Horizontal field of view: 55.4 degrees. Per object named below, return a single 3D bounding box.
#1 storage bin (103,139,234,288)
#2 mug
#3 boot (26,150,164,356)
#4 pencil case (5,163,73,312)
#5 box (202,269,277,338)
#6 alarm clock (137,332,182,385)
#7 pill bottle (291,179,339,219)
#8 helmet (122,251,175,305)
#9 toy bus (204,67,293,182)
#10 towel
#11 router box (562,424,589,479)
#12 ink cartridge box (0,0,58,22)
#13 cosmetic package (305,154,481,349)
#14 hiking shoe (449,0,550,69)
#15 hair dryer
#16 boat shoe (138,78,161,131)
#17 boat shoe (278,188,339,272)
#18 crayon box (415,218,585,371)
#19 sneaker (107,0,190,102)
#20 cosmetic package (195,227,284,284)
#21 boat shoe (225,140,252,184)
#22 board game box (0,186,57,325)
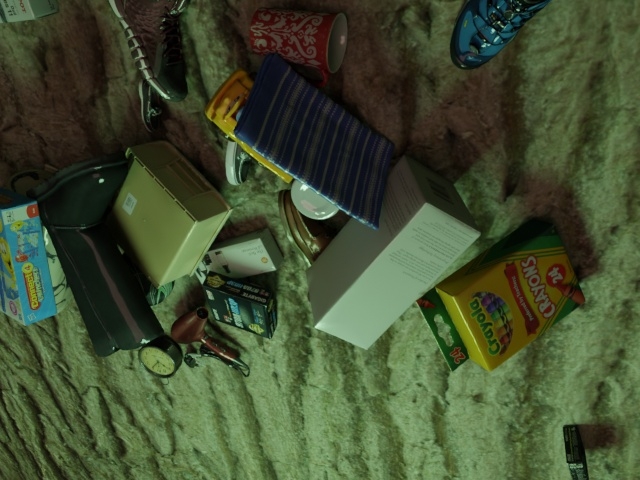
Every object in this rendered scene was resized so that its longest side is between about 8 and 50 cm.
[{"bbox_3d":[-0.389,-0.065,1.494,0.260,0.123,0.262,46,127,11],"label":"storage bin"},{"bbox_3d":[-0.047,-0.382,1.202,0.169,0.113,0.150,15,110,16],"label":"mug"},{"bbox_3d":[-0.493,0.045,1.434,0.367,0.146,0.445,-15,97,45],"label":"boot"},{"bbox_3d":[-0.766,0.005,1.680,0.160,0.183,0.410,8,122,-10],"label":"pencil case"},{"bbox_3d":[-0.206,0.172,1.595,0.175,0.051,0.220,18,151,9],"label":"box"},{"bbox_3d":[-0.487,0.372,1.872,0.129,0.064,0.192,13,122,13],"label":"alarm clock"},{"bbox_3d":[0.018,-0.134,1.283,0.108,0.193,0.108,9,123,15],"label":"pill bottle"},{"bbox_3d":[-0.472,0.094,1.634,0.169,0.169,0.162,50,140,-13],"label":"helmet"},{"bbox_3d":[-0.109,-0.218,1.224,0.220,0.211,0.149,35,105,-27],"label":"toy bus"},{"bbox_3d":[0.003,-0.195,1.178,0.336,0.243,0.040,32,139,-21],"label":"towel"},{"bbox_3d":[0.634,0.535,1.512,0.038,0.122,0.092,-15,115,23],"label":"router box"},{"bbox_3d":[-0.713,-0.567,1.357,0.209,0.087,0.153,1,121,19],"label":"ink cartridge box"},{"bbox_3d":[0.134,0.029,1.284,0.155,0.197,0.365,26,120,-25],"label":"cosmetic package"},{"bbox_3d":[0.321,-0.412,1.032,0.113,0.132,0.304,37,126,-4],"label":"hiking shoe"},{"bbox_3d":[-0.318,0.279,1.742,0.224,0.080,0.293,4,140,15],"label":"hair dryer"},{"bbox_3d":[-0.390,-0.313,1.421,0.038,0.046,0.125,9,115,21],"label":"boat shoe"},{"bbox_3d":[0.000,0.000,1.438,0.105,0.110,0.307,-11,126,22],"label":"boat shoe"},{"bbox_3d":[0.376,0.125,1.262,0.319,0.081,0.202,-34,110,-10],"label":"crayon box"},{"bbox_3d":[-0.320,-0.440,1.279,0.163,0.106,0.281,-17,113,25],"label":"sneaker"},{"bbox_3d":[-0.221,0.047,1.570,0.239,0.060,0.098,-15,115,28],"label":"cosmetic package"},{"bbox_3d":[-0.159,-0.223,1.373,0.076,0.080,0.228,18,117,10],"label":"boat shoe"},{"bbox_3d":[-0.804,0.023,1.536,0.308,0.086,0.301,15,116,36],"label":"board game box"}]
